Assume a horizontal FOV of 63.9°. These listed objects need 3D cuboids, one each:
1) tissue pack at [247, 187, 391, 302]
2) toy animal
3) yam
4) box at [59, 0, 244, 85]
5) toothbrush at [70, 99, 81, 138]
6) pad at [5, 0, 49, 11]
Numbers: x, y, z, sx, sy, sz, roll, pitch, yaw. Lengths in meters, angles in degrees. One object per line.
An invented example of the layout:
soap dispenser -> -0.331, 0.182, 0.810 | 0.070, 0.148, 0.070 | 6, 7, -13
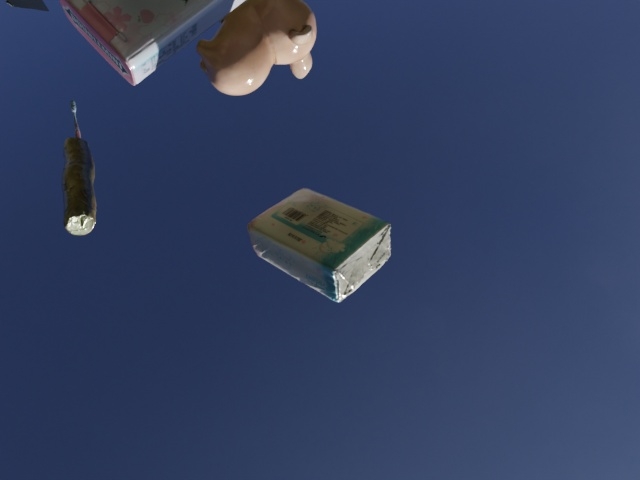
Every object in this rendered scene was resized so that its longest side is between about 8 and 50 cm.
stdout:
tissue pack -> -0.002, 0.001, 1.153 | 0.271, 0.124, 0.201 | 27, -132, 34
toy animal -> -0.157, -0.517, 1.333 | 0.269, 0.237, 0.327 | 25, -100, -1
yam -> -0.525, -0.127, 1.113 | 0.067, 0.071, 0.317 | -8, -137, -21
box -> -0.279, -0.482, 0.975 | 0.369, 0.112, 0.190 | -44, -85, -16
toothbrush -> -0.636, -0.272, 1.346 | 0.013, 0.194, 0.019 | -10, -174, -33
pad -> -0.768, -0.672, 1.215 | 0.009, 0.265, 0.159 | -26, -165, 13
